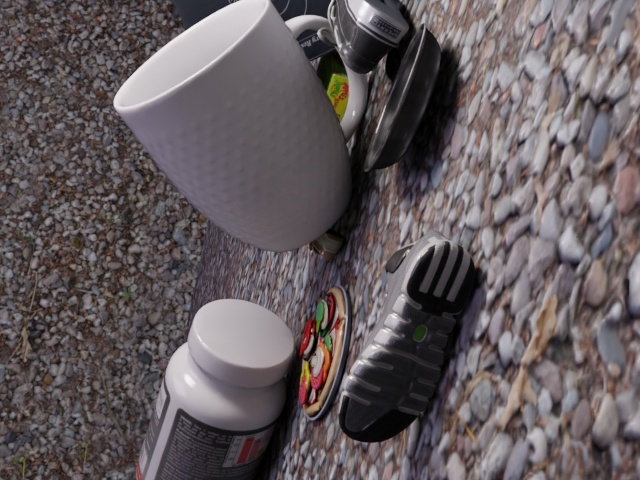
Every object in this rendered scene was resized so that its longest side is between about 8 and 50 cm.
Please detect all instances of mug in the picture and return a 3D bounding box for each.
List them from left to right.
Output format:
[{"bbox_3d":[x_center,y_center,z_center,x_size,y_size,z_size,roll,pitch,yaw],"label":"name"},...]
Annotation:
[{"bbox_3d":[-0.073,-0.187,1.392,0.374,0.328,0.276,-46,29,-20],"label":"mug"}]

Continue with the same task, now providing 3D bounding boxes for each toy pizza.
[{"bbox_3d":[-0.002,0.162,1.326,0.201,0.032,0.201,-166,90,-78],"label":"toy pizza"}]

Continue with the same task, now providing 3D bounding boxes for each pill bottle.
[{"bbox_3d":[-0.177,0.294,1.545,0.210,0.210,0.363,-96,24,-57],"label":"pill bottle"}]

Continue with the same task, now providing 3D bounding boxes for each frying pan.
[{"bbox_3d":[0.100,-0.179,1.199,0.326,0.053,0.197,-122,53,-86],"label":"frying pan"}]

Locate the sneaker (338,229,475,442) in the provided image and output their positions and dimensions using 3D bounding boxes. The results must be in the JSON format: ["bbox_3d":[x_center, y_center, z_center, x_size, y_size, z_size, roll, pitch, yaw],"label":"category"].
[{"bbox_3d":[0.085,0.092,0.942,0.229,0.086,0.132,-63,11,13],"label":"sneaker"}]

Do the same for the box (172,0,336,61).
[{"bbox_3d":[-0.128,-0.493,1.574,0.212,0.293,0.396,-110,-5,-69],"label":"box"}]

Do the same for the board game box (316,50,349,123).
[{"bbox_3d":[0.022,-0.290,1.672,0.181,0.043,0.092,-98,24,-59],"label":"board game box"}]

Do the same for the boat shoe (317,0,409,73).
[{"bbox_3d":[0.061,-0.319,1.335,0.105,0.113,0.306,-55,21,22],"label":"boat shoe"}]

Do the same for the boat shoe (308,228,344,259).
[{"bbox_3d":[0.000,0.000,1.448,0.135,0.050,0.045,-140,70,-76],"label":"boat shoe"}]
